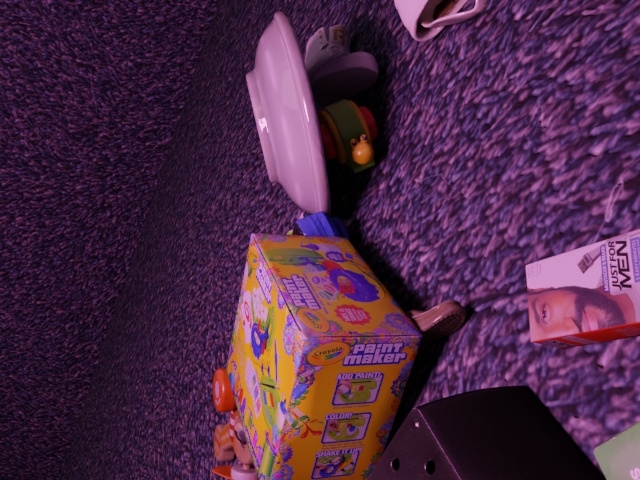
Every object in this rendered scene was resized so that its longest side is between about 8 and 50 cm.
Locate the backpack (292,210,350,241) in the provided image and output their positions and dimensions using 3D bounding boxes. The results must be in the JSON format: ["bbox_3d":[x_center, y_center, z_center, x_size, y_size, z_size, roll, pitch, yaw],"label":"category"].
[{"bbox_3d":[0.000,0.000,1.117,0.097,0.101,0.120,58,169,22],"label":"backpack"}]

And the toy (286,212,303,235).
[{"bbox_3d":[-0.041,0.072,1.244,0.237,0.056,0.136,-95,24,-44],"label":"toy"}]

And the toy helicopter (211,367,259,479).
[{"bbox_3d":[-0.161,0.407,1.262,0.355,0.140,0.234,128,138,-55],"label":"toy helicopter"}]

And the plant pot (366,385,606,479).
[{"bbox_3d":[0.159,0.270,0.647,0.187,0.167,0.188,-63,28,20],"label":"plant pot"}]

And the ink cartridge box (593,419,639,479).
[{"bbox_3d":[0.327,0.137,0.417,0.208,0.153,0.086,-54,34,36],"label":"ink cartridge box"}]

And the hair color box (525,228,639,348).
[{"bbox_3d":[0.294,0.052,0.631,0.167,0.054,0.093,-31,51,55],"label":"hair color box"}]

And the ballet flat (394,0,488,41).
[{"bbox_3d":[0.247,-0.416,0.910,0.400,0.139,0.139,-21,58,62],"label":"ballet flat"}]

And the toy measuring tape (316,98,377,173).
[{"bbox_3d":[0.027,-0.233,1.206,0.121,0.122,0.330,-64,28,19],"label":"toy measuring tape"}]

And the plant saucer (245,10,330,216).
[{"bbox_3d":[-0.072,-0.224,1.183,0.400,0.101,0.399,167,90,-86],"label":"plant saucer"}]

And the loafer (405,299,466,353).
[{"bbox_3d":[0.146,0.117,0.871,0.148,0.056,0.050,-45,46,44],"label":"loafer"}]

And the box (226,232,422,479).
[{"bbox_3d":[-0.017,0.177,0.958,0.290,0.177,0.279,-124,42,-56],"label":"box"}]

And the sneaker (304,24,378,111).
[{"bbox_3d":[0.031,-0.386,1.293,0.293,0.108,0.169,-3,77,63],"label":"sneaker"}]
